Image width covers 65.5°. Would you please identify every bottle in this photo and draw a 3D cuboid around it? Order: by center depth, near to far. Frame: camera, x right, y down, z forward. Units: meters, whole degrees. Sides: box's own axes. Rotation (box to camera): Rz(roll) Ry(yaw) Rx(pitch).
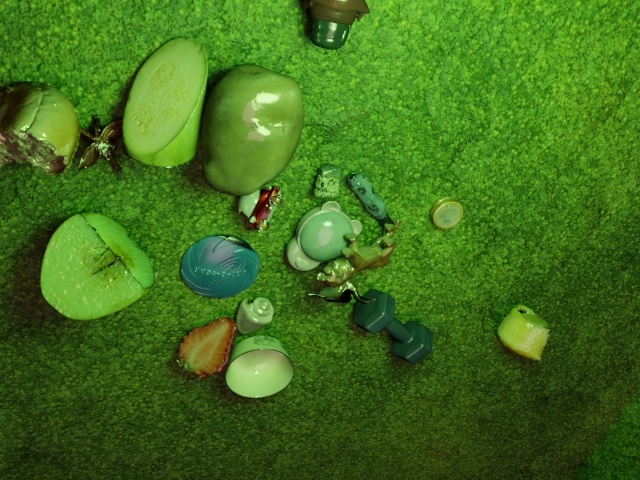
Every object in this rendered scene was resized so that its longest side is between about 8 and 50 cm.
[{"bbox_3d":[0.044,-0.573,1.119,0.156,0.143,0.272,16,118,6],"label":"bottle"}]

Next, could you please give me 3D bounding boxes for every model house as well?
[{"bbox_3d":[0.019,-0.173,1.424,0.078,0.066,0.083,1,122,-17],"label":"model house"}]

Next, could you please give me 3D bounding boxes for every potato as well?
[{"bbox_3d":[-0.166,-0.264,1.213,0.243,0.220,0.327,-34,149,-48],"label":"potato"}]

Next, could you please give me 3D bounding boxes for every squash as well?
[{"bbox_3d":[-0.366,-0.322,1.154,0.189,0.189,0.261,4,126,-17],"label":"squash"}]

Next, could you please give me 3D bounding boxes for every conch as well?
[{"bbox_3d":[-0.224,0.247,1.650,0.104,0.094,0.176,12,148,-35],"label":"conch"}]

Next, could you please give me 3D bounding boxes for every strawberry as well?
[{"bbox_3d":[-0.360,0.355,1.666,0.235,0.107,0.175,-24,91,6],"label":"strawberry"}]

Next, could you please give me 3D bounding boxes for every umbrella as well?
[{"bbox_3d":[0.157,-0.118,1.502,0.250,0.052,0.053,46,69,-40],"label":"umbrella"}]

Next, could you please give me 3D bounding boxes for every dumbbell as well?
[{"bbox_3d":[0.259,0.306,1.758,0.160,0.144,0.325,-41,122,12],"label":"dumbbell"}]

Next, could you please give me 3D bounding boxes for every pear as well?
[{"bbox_3d":[-0.613,0.090,1.337,0.292,0.159,0.293,0,94,-6],"label":"pear"}]

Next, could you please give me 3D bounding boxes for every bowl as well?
[{"bbox_3d":[-0.215,0.419,1.722,0.237,0.126,0.238,-7,125,-10],"label":"bowl"}]

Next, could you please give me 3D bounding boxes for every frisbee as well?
[{"bbox_3d":[-0.306,0.090,1.532,0.241,0.045,0.242,-8,125,-11],"label":"frisbee"}]

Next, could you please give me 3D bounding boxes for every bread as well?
[{"bbox_3d":[-0.659,-0.256,1.121,0.313,0.192,0.171,-3,151,26],"label":"bread"},{"bbox_3d":[0.782,0.357,1.905,0.197,0.197,0.171,17,111,-24],"label":"bread"}]

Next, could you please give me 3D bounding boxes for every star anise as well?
[{"bbox_3d":[-0.549,-0.233,1.255,0.158,0.144,0.141,-12,81,-14],"label":"star anise"}]

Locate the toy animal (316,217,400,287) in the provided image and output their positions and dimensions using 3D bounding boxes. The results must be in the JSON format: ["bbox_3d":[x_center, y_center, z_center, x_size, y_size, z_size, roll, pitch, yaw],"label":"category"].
[{"bbox_3d":[0.124,0.051,1.493,0.312,0.097,0.158,-16,137,-29],"label":"toy animal"}]

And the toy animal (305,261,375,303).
[{"bbox_3d":[0.075,0.136,1.567,0.197,0.272,0.160,1,90,26],"label":"toy animal"}]

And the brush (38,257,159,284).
[{"bbox_3d":[-0.638,0.089,1.439,0.327,0.070,0.065,-4,106,-10],"label":"brush"}]

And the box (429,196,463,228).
[{"bbox_3d":[0.403,-0.088,1.595,0.105,0.037,0.106,-7,125,-10],"label":"box"}]

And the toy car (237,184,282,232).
[{"bbox_3d":[-0.177,-0.104,1.407,0.112,0.112,0.139,28,103,-11],"label":"toy car"}]

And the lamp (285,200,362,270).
[{"bbox_3d":[0.000,0.002,1.511,0.246,0.108,0.179,-43,118,16],"label":"lamp"}]
